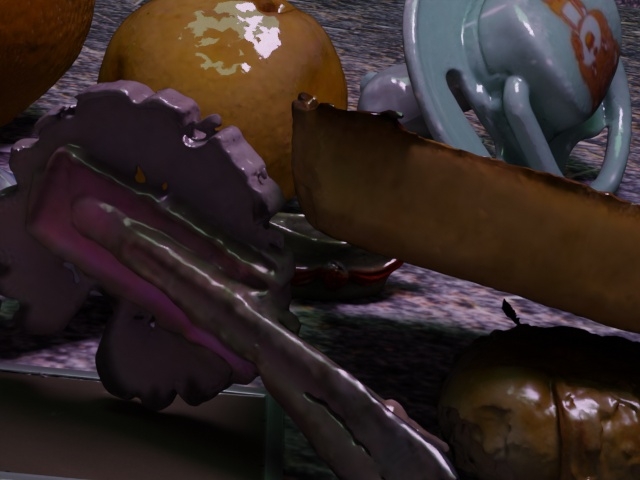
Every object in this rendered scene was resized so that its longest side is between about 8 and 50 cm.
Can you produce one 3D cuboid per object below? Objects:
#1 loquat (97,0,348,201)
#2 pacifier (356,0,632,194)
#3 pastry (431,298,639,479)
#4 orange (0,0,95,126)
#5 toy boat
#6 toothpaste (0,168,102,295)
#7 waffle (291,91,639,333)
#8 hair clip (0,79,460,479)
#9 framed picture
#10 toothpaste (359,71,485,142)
[{"bbox_3d":[-0.081,-0.109,1.144,0.208,0.208,0.208,6,17,-2],"label":"loquat"},{"bbox_3d":[0.154,-0.141,1.351,0.269,0.288,0.343,-22,17,43],"label":"pacifier"},{"bbox_3d":[0.133,0.094,0.747,0.153,0.081,0.153,13,15,-4],"label":"pastry"},{"bbox_3d":[-0.367,-0.243,1.282,0.322,0.322,0.357,16,9,29],"label":"orange"},{"bbox_3d":[0.001,0.001,1.012,0.185,0.071,0.089,1,19,-14],"label":"toy boat"},{"bbox_3d":[-0.159,0.004,0.891,0.114,0.073,0.299,17,0,29],"label":"toothpaste"},{"bbox_3d":[0.148,0.006,0.814,0.348,0.078,0.304,18,2,2],"label":"waffle"},{"bbox_3d":[-0.044,0.042,0.718,0.300,0.173,0.069,38,24,19],"label":"hair clip"},{"bbox_3d":[-0.110,0.103,0.749,0.183,0.011,0.142,6,17,-4],"label":"framed picture"},{"bbox_3d":[0.107,-0.144,1.581,0.056,0.036,0.205,-4,24,-27],"label":"toothpaste"}]
